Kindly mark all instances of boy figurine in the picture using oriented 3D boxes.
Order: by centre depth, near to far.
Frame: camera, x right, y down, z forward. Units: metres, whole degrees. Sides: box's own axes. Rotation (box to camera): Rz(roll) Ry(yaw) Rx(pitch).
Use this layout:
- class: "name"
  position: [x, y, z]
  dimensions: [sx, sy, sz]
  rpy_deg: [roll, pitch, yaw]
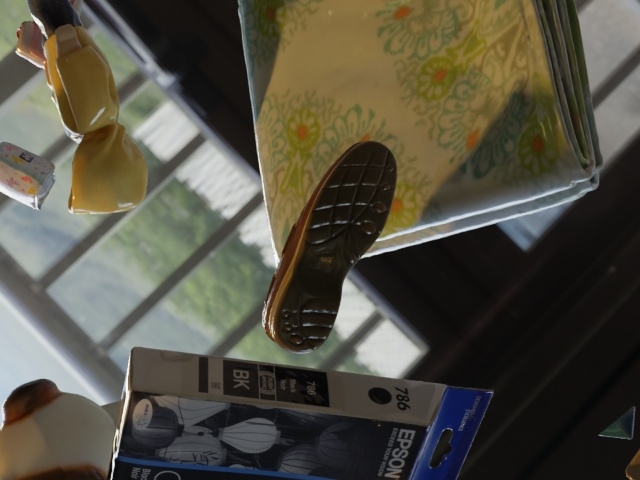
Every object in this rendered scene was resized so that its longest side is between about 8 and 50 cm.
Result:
- class: "boy figurine"
  position: [-0.257, -0.161, 1.418]
  dimensions: [0.177, 0.092, 0.285]
  rpy_deg: [168, 83, -74]

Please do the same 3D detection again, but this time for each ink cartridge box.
- class: "ink cartridge box"
  position: [-0.018, 0.191, 1.246]
  dimensions: [0.065, 0.333, 0.165]
  rpy_deg: [-98, 19, -52]

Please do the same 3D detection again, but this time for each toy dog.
- class: "toy dog"
  position: [-0.302, 0.342, 1.971]
  dimensions: [0.408, 0.395, 0.284]
  rpy_deg: [22, -140, -59]

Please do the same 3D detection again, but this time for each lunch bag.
- class: "lunch bag"
  position: [-0.341, -0.076, 1.580]
  dimensions: [0.071, 0.053, 0.083]
  rpy_deg: [26, 167, -2]

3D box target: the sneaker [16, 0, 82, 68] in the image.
- class: "sneaker"
  position: [-0.382, -0.299, 1.936]
  dimensions: [0.070, 0.134, 0.051]
  rpy_deg: [21, 144, -3]

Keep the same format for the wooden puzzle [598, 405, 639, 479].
- class: "wooden puzzle"
  position: [0.248, 0.145, 0.911]
  dimensions: [0.116, 0.078, 0.014]
  rpy_deg: [44, -170, 22]

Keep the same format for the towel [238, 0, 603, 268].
- class: "towel"
  position: [0.082, -0.159, 1.334]
  dimensions: [0.374, 0.320, 0.090]
  rpy_deg: [-16, 163, 36]

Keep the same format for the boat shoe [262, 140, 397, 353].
- class: "boat shoe"
  position: [0.000, 0.000, 1.093]
  dimensions: [0.064, 0.178, 0.060]
  rpy_deg: [27, 177, -27]
